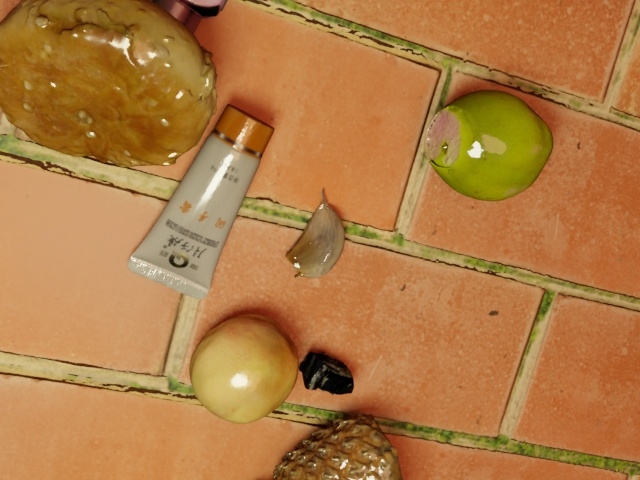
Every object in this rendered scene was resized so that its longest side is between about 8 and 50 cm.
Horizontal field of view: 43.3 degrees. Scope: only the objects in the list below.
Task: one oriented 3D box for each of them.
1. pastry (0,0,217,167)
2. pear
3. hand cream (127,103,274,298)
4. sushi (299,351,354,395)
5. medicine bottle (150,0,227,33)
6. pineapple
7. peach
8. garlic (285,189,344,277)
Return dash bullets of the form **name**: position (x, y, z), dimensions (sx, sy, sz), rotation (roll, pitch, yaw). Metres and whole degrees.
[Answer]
- **pastry**: position (-0.294, -0.242, 1.136), dimensions (0.315, 0.184, 0.284), rotation (8, 141, 1)
- **pear**: position (0.294, -0.157, 1.355), dimensions (0.219, 0.187, 0.187), rotation (9, 99, -31)
- **hand cream**: position (-0.187, -0.064, 1.288), dimensions (0.139, 0.089, 0.314), rotation (23, 102, -17)
- **sushi**: position (0.011, 0.228, 1.398), dimensions (0.083, 0.084, 0.056), rotation (21, 96, -19)
- **medicine bottle**: position (-0.189, -0.395, 1.204), dimensions (0.119, 0.094, 0.188), rotation (28, 93, -17)
- **pineapple**: position (-0.029, 0.446, 1.383), dimensions (0.362, 0.202, 0.202), rotation (-25, 107, -2)
- **peach**: position (-0.120, 0.207, 1.310), dimensions (0.184, 0.184, 0.184), rotation (-3, 102, -15)
- **garlic**: position (0.003, 0.002, 1.358), dimensions (0.084, 0.066, 0.152), rotation (31, 94, -18)
